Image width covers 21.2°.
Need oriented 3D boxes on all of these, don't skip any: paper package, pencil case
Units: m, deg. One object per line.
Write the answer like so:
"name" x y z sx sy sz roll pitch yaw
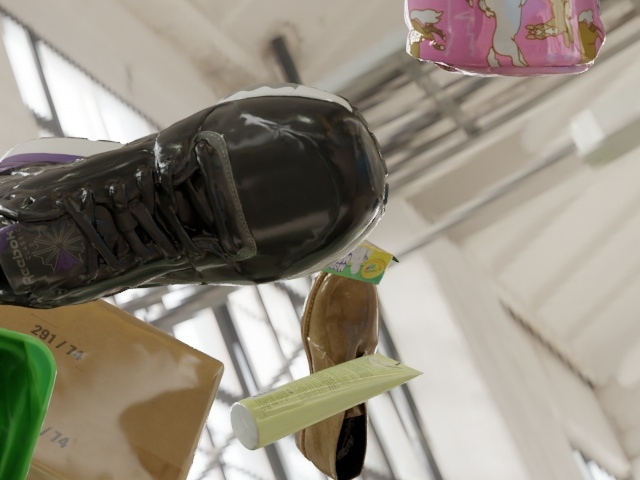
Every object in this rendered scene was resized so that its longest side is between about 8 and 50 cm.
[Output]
"paper package" -0.300 0.193 1.777 0.325 0.309 0.168 28 -57 -7
"pencil case" 0.148 -0.325 1.364 0.160 0.386 0.167 4 13 25

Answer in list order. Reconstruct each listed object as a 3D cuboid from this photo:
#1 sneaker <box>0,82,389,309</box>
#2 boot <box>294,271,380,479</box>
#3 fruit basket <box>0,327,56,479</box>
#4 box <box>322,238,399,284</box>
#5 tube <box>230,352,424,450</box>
"sneaker" -0.100 -0.003 0.895 0.283 0.107 0.124 -10 14 36
"boot" 0.037 0.169 2.215 0.112 0.115 0.305 -2 -70 -20
"fruit basket" -0.389 0.167 1.253 0.392 0.392 0.283 21 -96 -47
"box" 0.000 0.000 1.842 0.179 0.105 0.043 12 -73 -52
"tube" 0.006 0.186 2.058 0.240 0.070 0.062 -20 -24 -33
